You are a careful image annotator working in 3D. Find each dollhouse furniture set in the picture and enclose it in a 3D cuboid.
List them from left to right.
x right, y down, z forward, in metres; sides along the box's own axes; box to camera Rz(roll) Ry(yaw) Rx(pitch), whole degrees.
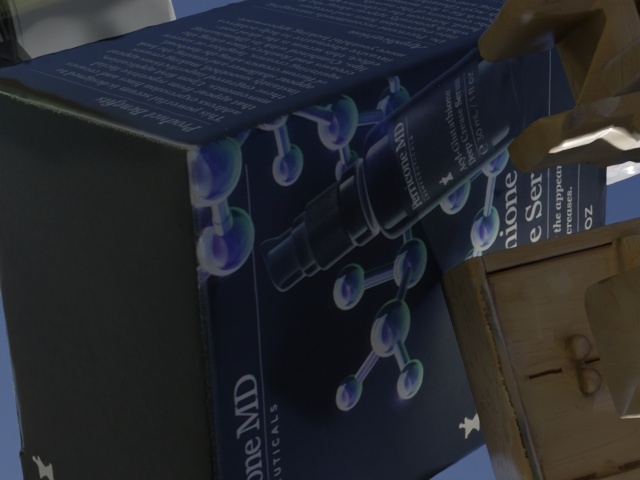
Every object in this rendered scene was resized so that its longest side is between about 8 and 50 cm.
[{"bbox_3d":[0.248,0.033,0.773,0.394,0.256,0.362,132,-56,-75],"label":"dollhouse furniture set"}]

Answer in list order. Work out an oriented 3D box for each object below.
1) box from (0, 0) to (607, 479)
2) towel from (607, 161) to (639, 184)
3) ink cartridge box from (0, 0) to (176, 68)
[{"bbox_3d":[0.000,0.000,1.015,0.212,0.395,0.293,19,-58,41],"label":"box"},{"bbox_3d":[0.297,-0.109,1.423,0.332,0.317,0.053,-24,-101,18],"label":"towel"},{"bbox_3d":[-0.287,-0.165,1.200,0.223,0.307,0.129,-127,-159,-49],"label":"ink cartridge box"}]
